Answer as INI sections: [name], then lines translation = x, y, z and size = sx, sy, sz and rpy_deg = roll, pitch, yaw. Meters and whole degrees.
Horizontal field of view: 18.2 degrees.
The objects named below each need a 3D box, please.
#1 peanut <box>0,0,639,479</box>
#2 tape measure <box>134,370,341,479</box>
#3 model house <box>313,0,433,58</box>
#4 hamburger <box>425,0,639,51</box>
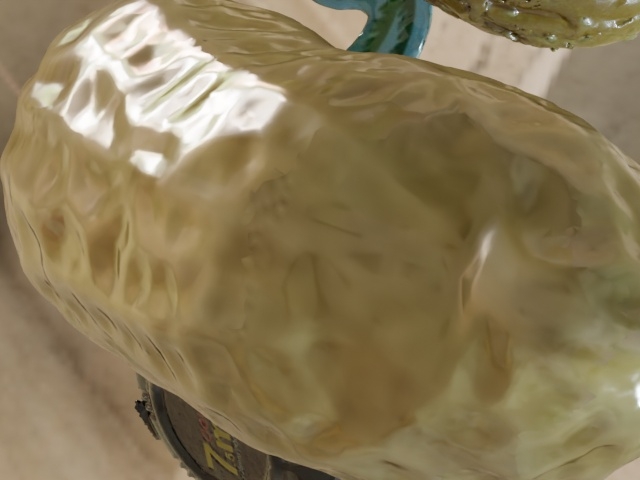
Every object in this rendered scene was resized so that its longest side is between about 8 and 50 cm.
[peanut]
translation = 0.000, 0.000, 0.664
size = 0.325, 0.153, 0.140
rpy_deg = 22, -97, 48
[tape measure]
translation = -0.035, 0.093, 1.320
size = 0.186, 0.112, 0.199
rpy_deg = 16, -52, 40
[model house]
translation = 0.037, -0.263, 1.305
size = 0.323, 0.300, 0.340
rpy_deg = 2, -84, 10
[hamburger]
translation = 0.129, -0.243, 1.055
size = 0.134, 0.265, 0.285
rpy_deg = -78, -168, -58
